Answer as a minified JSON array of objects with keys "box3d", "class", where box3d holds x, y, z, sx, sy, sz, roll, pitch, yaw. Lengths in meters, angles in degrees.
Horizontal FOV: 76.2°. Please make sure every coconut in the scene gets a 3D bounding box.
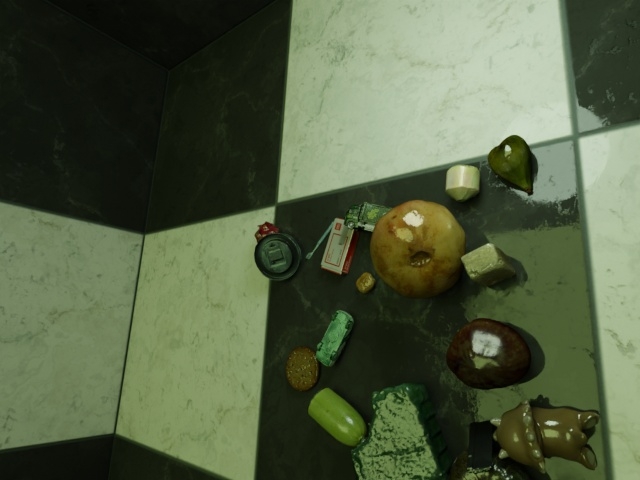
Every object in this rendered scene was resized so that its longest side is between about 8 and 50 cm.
[{"box3d":[0.500,-0.196,1.436,0.116,0.116,0.122,4,83,40],"class":"coconut"}]

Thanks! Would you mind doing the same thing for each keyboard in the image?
[{"box3d":[0.464,0.594,1.181,0.072,0.231,0.023,-23,89,24],"class":"keyboard"}]

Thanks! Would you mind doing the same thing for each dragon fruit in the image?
[{"box3d":[-0.257,-0.008,2.008,0.133,0.136,0.166,-33,78,18],"class":"dragon fruit"}]

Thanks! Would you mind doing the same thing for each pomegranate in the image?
[{"box3d":[0.334,0.022,1.400,0.338,0.338,0.339,-12,71,37],"class":"pomegranate"}]

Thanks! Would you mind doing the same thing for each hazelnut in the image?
[{"box3d":[0.498,0.338,1.229,0.233,0.218,0.218,-25,63,35],"class":"hazelnut"}]

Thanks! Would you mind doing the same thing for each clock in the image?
[{"box3d":[-0.200,0.074,1.916,0.225,0.049,0.226,2,98,14],"class":"clock"}]

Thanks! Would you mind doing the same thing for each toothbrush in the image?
[{"box3d":[0.000,0.000,1.858,0.220,0.019,0.016,-52,47,16],"class":"toothbrush"}]

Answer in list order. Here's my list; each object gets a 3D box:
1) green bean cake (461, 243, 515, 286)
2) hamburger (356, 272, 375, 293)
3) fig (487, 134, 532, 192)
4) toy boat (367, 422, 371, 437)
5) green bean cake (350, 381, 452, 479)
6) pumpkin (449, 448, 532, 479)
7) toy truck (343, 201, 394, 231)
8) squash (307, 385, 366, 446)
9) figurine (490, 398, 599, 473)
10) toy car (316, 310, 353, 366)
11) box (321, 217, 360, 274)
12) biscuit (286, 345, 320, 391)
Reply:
[{"box3d":[0.531,0.081,1.288,0.109,0.179,0.085,-30,60,27],"class":"green bean cake"},{"box3d":[0.182,0.171,1.644,0.083,0.044,0.076,-50,53,15],"class":"hamburger"},{"box3d":[0.634,-0.251,1.331,0.132,0.126,0.185,-31,55,15],"class":"fig"},{"box3d":[0.202,0.684,1.482,0.047,0.049,0.149,13,87,42],"class":"toy boat"},{"box3d":[0.248,0.655,1.356,0.300,0.169,0.308,-26,65,21],"class":"green bean cake"},{"box3d":[0.482,0.729,1.145,0.260,0.189,0.261,-11,71,36],"class":"pumpkin"},{"box3d":[0.224,-0.077,1.618,0.258,0.088,0.121,15,88,29],"class":"toy truck"},{"box3d":[0.075,0.678,1.540,0.247,0.132,0.133,28,97,39],"class":"squash"},{"box3d":[0.599,0.533,1.111,0.247,0.173,0.177,2,79,41],"class":"figurine"},{"box3d":[0.066,0.397,1.658,0.090,0.076,0.224,24,86,42],"class":"toy car"},{"box3d":[0.088,0.026,1.757,0.122,0.050,0.230,17,89,41],"class":"box"},{"box3d":[-0.077,0.554,1.766,0.187,0.027,0.188,-11,73,38],"class":"biscuit"}]
